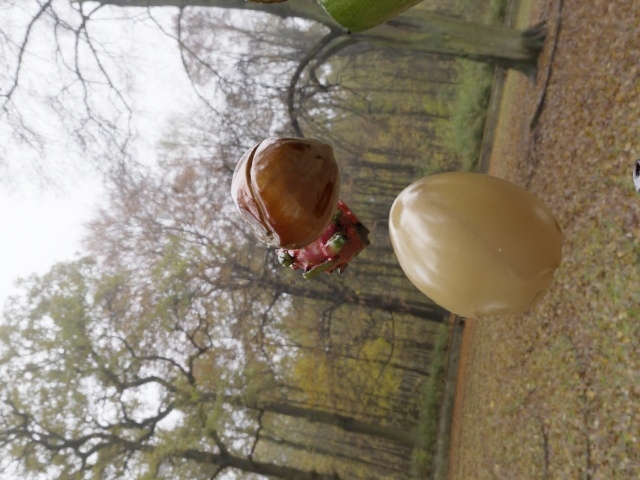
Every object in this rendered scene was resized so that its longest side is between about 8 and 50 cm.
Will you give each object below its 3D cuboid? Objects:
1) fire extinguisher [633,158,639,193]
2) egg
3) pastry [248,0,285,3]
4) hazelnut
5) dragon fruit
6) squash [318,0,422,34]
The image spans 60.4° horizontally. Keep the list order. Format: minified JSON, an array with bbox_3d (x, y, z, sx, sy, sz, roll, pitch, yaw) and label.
[{"bbox_3d":[0.734,-0.150,1.056,0.071,0.231,0.099,51,-145,-60],"label":"fire extinguisher"},{"bbox_3d":[0.212,0.001,0.778,0.201,0.245,0.201,-59,7,12],"label":"egg"},{"bbox_3d":[-0.079,-0.554,1.004,0.240,0.235,0.132,-16,-98,-54],"label":"pastry"},{"bbox_3d":[-0.046,-0.072,0.844,0.182,0.182,0.182,9,-90,-78],"label":"hazelnut"},{"bbox_3d":[0.000,0.000,1.098,0.172,0.160,0.166,-43,7,7],"label":"dragon fruit"},{"bbox_3d":[0.112,-0.419,0.748,0.189,0.261,0.189,27,-129,-40],"label":"squash"}]
